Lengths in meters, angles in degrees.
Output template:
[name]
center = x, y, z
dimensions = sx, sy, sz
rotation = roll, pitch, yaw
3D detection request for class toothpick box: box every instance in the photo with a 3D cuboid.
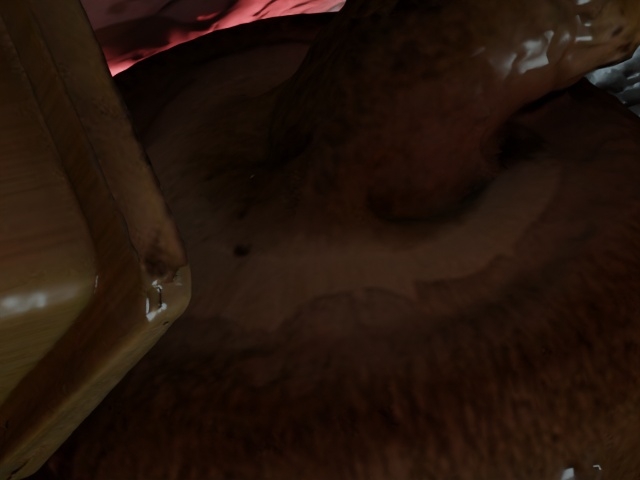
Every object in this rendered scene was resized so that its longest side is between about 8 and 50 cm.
[toothpick box]
center = -0.227, 0.003, 0.443
dimensions = 0.308, 0.187, 0.190
rotation = -15, 164, -35

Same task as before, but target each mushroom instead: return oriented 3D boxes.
[mushroom]
center = 0.006, 0.021, 0.677
dimensions = 0.345, 0.239, 0.345
rotation = -27, -167, 7

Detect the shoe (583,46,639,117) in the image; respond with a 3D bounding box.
[shoe]
center = 0.208, -0.172, 0.763
dimensions = 0.336, 0.171, 0.132
rotation = -46, -159, 18
